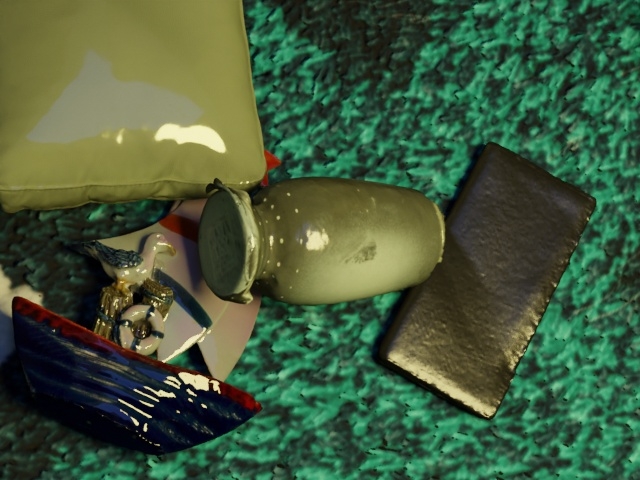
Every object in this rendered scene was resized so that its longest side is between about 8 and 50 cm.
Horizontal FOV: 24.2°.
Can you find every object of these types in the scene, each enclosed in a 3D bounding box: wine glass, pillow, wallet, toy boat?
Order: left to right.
[{"bbox_3d":[-0.185,-0.185,1.313,0.255,0.120,0.322,-4,71,-15],"label":"pillow"},{"bbox_3d":[-0.114,0.057,1.303,0.219,0.072,0.318,46,61,5],"label":"toy boat"},{"bbox_3d":[0.000,0.000,1.287,0.204,0.111,0.111,-2,74,-32],"label":"wine glass"},{"bbox_3d":[0.155,0.035,1.378,0.124,0.025,0.244,30,72,-3],"label":"wallet"}]
